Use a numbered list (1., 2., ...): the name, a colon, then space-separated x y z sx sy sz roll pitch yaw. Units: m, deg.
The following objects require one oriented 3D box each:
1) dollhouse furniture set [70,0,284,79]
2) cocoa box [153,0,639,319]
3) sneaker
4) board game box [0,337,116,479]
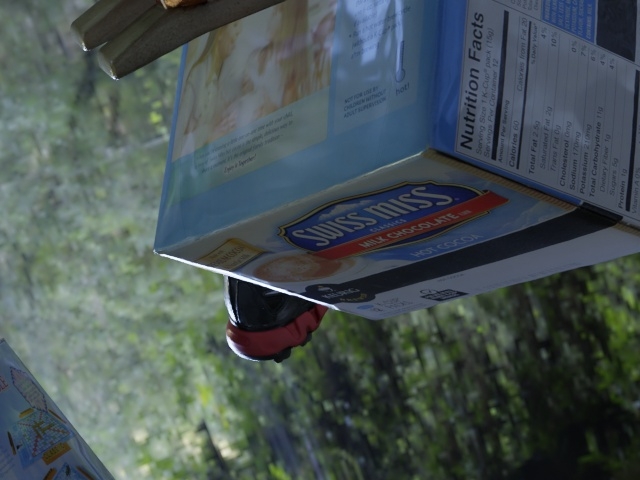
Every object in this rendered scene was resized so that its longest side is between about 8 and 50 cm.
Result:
1. dollhouse furniture set: -0.066 -0.207 0.528 0.135 0.262 0.259 -24 -158 -11
2. cocoa box: 0.064 -0.098 1.030 0.228 0.232 0.347 17 160 -32
3. sneaker: 0.000 0.000 1.437 0.097 0.135 0.276 21 -131 41
4. board game box: -0.290 0.266 1.400 0.066 0.318 0.319 -38 -178 6
